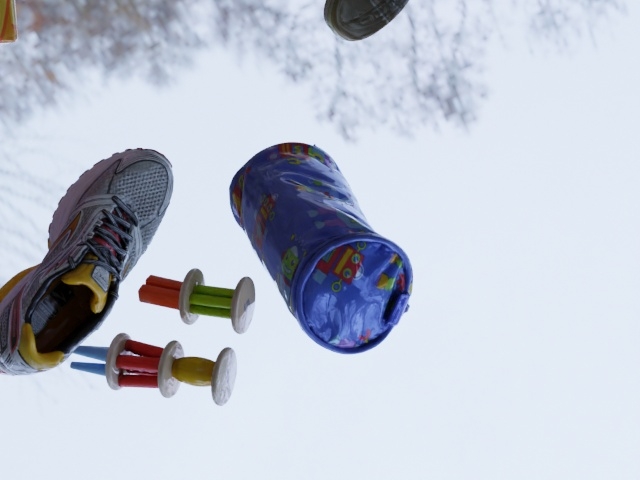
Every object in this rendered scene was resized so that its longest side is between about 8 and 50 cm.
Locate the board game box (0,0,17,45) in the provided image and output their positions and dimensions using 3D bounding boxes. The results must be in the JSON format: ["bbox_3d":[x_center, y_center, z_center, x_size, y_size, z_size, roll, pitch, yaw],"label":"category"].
[{"bbox_3d":[-0.463,-0.304,1.162,0.356,0.356,0.356,-7,-175,-25],"label":"board game box"}]

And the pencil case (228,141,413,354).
[{"bbox_3d":[0.000,0.000,1.510,0.306,0.133,0.119,-124,-128,-64],"label":"pencil case"}]

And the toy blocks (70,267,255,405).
[{"bbox_3d":[-0.143,0.079,1.363,0.148,0.054,0.123,7,-115,15],"label":"toy blocks"}]

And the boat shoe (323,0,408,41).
[{"bbox_3d":[0.042,-0.208,1.114,0.048,0.056,0.153,2,-120,53],"label":"boat shoe"}]

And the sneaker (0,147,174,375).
[{"bbox_3d":[-0.186,0.021,1.257,0.093,0.088,0.225,4,-122,56],"label":"sneaker"}]
